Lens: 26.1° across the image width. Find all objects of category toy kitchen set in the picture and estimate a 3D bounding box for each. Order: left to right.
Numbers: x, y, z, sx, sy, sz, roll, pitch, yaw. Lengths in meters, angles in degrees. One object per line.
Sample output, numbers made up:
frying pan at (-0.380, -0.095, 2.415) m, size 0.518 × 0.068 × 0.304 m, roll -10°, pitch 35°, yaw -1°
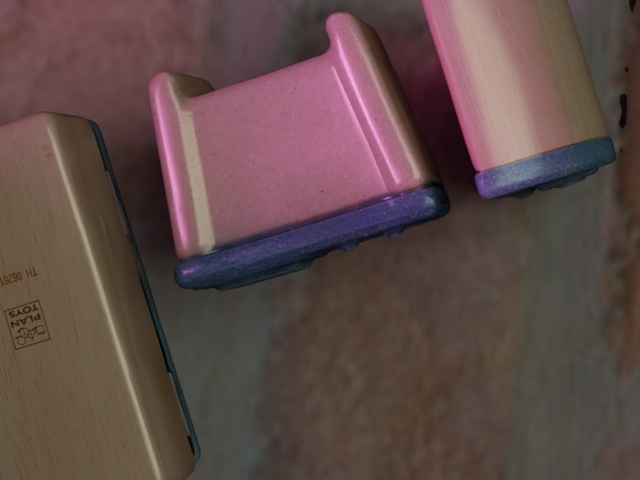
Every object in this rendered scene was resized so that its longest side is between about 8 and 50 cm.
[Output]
toy kitchen set at (0.000, 0.000, 0.479) m, size 0.207 × 0.166 × 0.122 m, roll -17°, pitch 89°, yaw 11°
